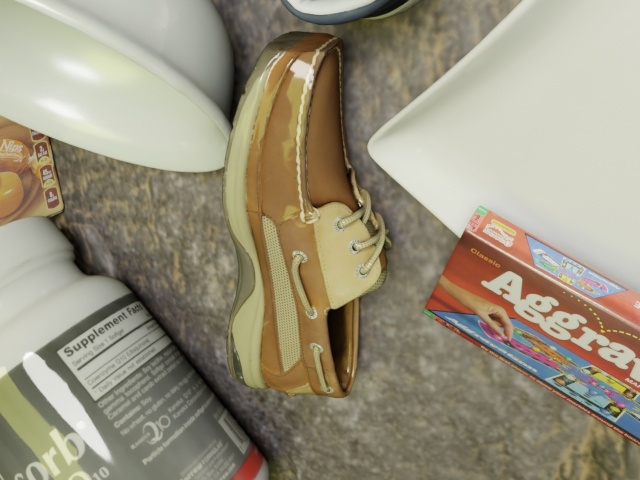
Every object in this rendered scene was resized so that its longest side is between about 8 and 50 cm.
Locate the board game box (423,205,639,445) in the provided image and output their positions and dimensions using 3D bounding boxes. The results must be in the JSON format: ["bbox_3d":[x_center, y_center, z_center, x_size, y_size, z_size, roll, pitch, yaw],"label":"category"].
[{"bbox_3d":[0.211,0.089,0.458,0.281,0.027,0.145,31,153,13],"label":"board game box"}]

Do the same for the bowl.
[{"bbox_3d":[-0.185,-0.171,0.490,0.298,0.298,0.134,13,78,23],"label":"bowl"}]

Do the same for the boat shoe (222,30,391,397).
[{"bbox_3d":[0.000,0.000,0.530,0.120,0.122,0.323,16,127,16],"label":"boat shoe"}]

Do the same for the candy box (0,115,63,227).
[{"bbox_3d":[-0.366,-0.149,0.613,0.088,0.183,0.316,9,116,25],"label":"candy box"}]

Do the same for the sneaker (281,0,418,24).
[{"bbox_3d":[0.075,-0.229,0.349,0.099,0.153,0.282,45,126,3],"label":"sneaker"}]

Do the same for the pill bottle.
[{"bbox_3d":[-0.238,0.168,0.674,0.210,0.210,0.363,-38,91,36],"label":"pill bottle"}]

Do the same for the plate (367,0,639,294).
[{"bbox_3d":[0.192,-0.026,0.374,0.277,0.045,0.278,40,154,-7],"label":"plate"}]
